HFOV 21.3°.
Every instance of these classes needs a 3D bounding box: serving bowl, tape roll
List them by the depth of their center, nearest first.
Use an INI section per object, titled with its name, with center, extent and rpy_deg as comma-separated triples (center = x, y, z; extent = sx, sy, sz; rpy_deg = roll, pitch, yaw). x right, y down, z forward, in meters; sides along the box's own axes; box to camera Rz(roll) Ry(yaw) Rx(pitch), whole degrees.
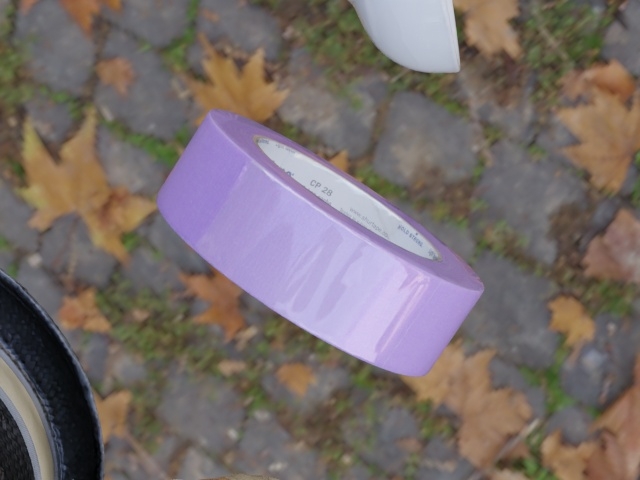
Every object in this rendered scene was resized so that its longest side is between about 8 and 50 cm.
[serving bowl]
center = 0.017, -0.083, 0.445
extent = 0.027, 0.083, 0.083
rpy_deg = -10, 111, 7
[tape roll]
center = 0.000, 0.000, 1.425
extent = 0.275, 0.275, 0.090
rpy_deg = 36, 99, 12

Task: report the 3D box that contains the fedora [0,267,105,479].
[fedora]
center = -0.292, 0.136, 0.939
extent = 0.334, 0.152, 0.334
rpy_deg = 0, 98, 0

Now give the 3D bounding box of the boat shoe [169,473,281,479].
[boat shoe]
center = -0.014, 0.238, 0.656
extent = 0.113, 0.103, 0.302
rpy_deg = -13, 92, 58
